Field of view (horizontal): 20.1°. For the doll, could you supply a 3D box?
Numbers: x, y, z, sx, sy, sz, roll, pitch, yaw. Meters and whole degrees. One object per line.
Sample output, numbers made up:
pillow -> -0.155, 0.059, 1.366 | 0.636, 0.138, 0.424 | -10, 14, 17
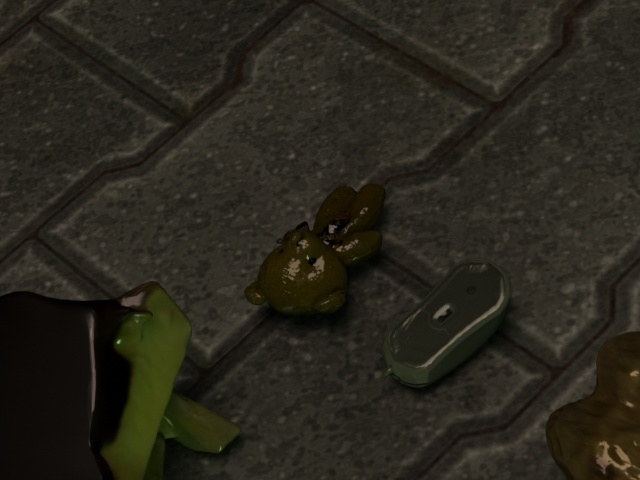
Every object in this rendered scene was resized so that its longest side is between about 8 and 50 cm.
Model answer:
doll -> 0.000, 0.000, 2.134 | 0.137, 0.097, 0.209 | 5, 48, 30

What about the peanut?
peanut -> 0.341, 0.188, 1.845 | 0.196, 0.110, 0.233 | 31, 67, 31

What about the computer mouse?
computer mouse -> 0.141, 0.101, 2.024 | 0.181, 0.056, 0.089 | -42, 49, -5

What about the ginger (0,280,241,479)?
ginger -> -0.302, 0.253, 1.992 | 0.413, 0.211, 0.358 | -26, 61, 10
